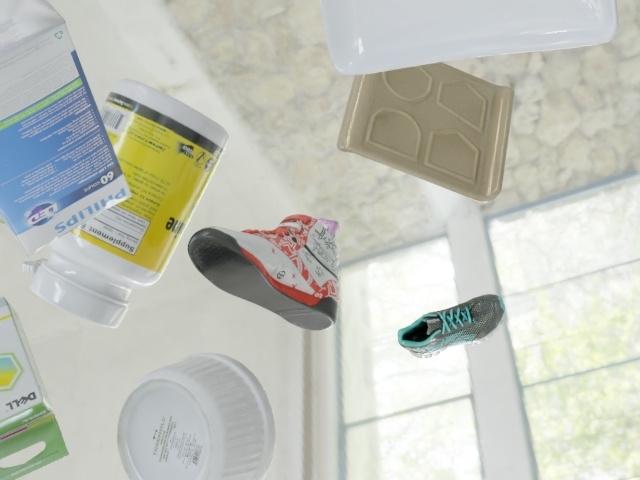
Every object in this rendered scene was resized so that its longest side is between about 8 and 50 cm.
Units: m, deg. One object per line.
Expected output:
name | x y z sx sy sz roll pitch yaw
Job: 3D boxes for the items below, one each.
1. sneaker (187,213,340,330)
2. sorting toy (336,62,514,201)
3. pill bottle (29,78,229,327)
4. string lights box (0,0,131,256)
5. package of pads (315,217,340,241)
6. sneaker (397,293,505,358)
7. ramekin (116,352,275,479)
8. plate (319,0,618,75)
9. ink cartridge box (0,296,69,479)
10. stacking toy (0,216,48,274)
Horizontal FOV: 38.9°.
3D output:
sneaker | -0.074 0.013 1.296 0.270 0.090 0.145 34 -133 -35
sorting toy | 0.158 -0.205 1.284 0.041 0.229 0.307 116 170 -57
pill bottle | -0.285 -0.050 1.329 0.333 0.188 0.188 -63 -25 -2
string lights box | -0.289 -0.109 0.901 0.077 0.133 0.259 47 160 28
package of pads | 0.000 0.000 1.676 0.032 0.050 0.083 71 -145 -53
sneaker | 0.180 0.121 1.274 0.076 0.166 0.065 19 -133 -52
ramekin | -0.173 0.256 1.202 0.109 0.207 0.207 3 -110 -59
plate | 0.108 -0.293 0.775 0.045 0.278 0.277 -34 -63 -50
ink cartridge box | -0.399 0.185 1.110 0.209 0.109 0.062 62 167 22
stacking toy | -0.527 -0.044 1.555 0.052 0.221 0.166 -9 -72 -50
